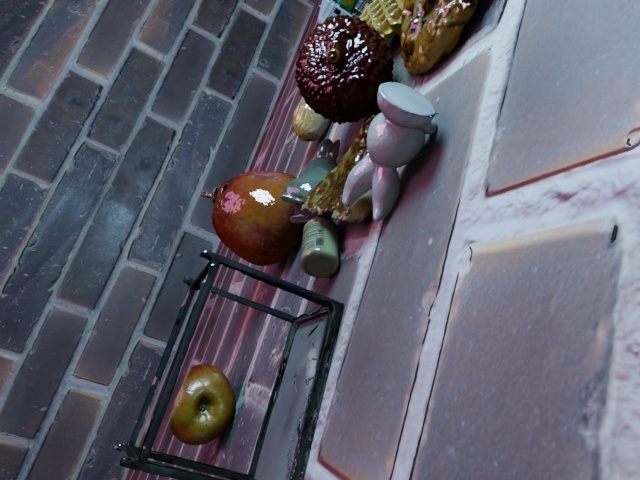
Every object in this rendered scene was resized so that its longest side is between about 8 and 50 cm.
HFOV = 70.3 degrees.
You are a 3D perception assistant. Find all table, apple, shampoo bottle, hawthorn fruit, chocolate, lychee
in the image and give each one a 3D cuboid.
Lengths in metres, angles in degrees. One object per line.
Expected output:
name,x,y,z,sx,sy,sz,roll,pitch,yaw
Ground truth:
table,-0.158,0.240,0.805,0.222,0.272,0.335,-35,36,59
apple,-0.302,0.421,1.169,0.173,0.160,0.195,-23,44,60
shampoo bottle,0.000,0.000,0.968,0.079,0.079,0.162,-53,21,35
hawthorn fruit,-0.196,-0.079,1.284,0.276,0.307,0.276,-163,90,-85
chocolate,0.002,-0.468,1.473,0.309,0.134,0.134,-66,18,8
lychee,0.057,-0.390,1.064,0.236,0.235,0.271,-64,-4,6

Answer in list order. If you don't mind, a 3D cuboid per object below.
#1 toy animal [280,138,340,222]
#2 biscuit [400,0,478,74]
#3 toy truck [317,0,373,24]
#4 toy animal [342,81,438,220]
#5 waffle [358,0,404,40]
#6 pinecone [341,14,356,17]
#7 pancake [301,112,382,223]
toy animal,0.003,-0.151,1.137,0.251,0.127,0.125,-62,0,-37
biscuit,0.224,-0.497,0.876,0.289,0.081,0.334,176,105,-76
toy truck,0.125,-0.869,1.554,0.363,0.177,0.177,-52,23,45
toy animal,0.120,-0.151,0.794,0.131,0.103,0.221,-43,-22,-49
waffle,0.174,-0.562,1.128,0.249,0.056,0.253,-56,35,-1
pinecone,0.072,-0.552,1.307,0.195,0.179,0.150,-49,13,-19
pancake,0.055,-0.129,0.953,0.244,0.057,0.266,-28,38,43
